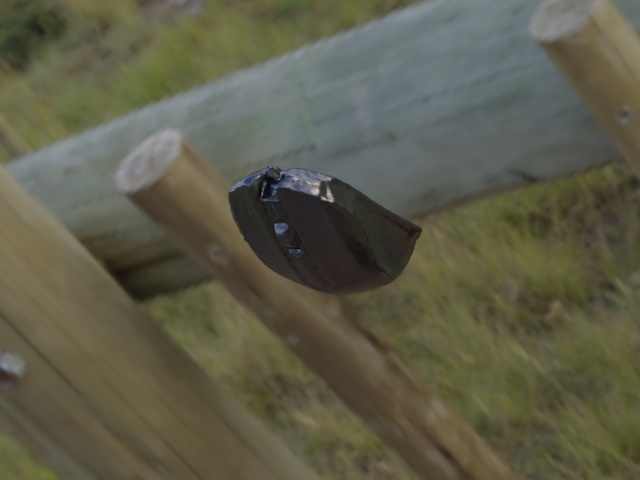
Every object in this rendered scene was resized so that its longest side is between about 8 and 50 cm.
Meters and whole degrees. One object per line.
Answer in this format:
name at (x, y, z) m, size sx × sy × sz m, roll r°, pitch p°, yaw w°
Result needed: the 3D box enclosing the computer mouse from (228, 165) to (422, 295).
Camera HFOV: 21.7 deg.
computer mouse at (0.000, 0.000, 1.078) m, size 0.099 × 0.172 × 0.057 m, roll 5°, pitch 74°, yaw 30°
